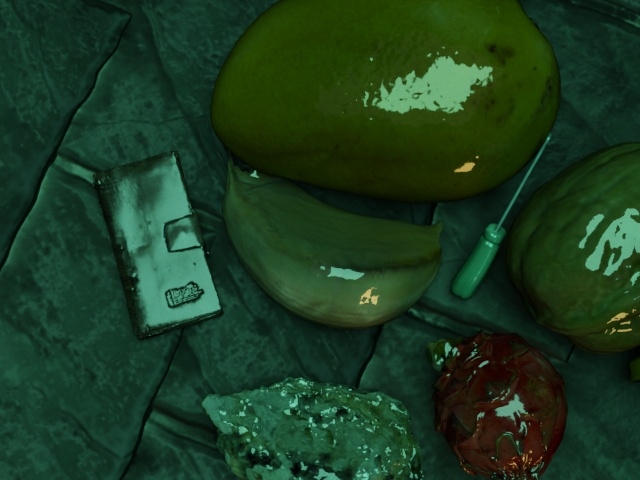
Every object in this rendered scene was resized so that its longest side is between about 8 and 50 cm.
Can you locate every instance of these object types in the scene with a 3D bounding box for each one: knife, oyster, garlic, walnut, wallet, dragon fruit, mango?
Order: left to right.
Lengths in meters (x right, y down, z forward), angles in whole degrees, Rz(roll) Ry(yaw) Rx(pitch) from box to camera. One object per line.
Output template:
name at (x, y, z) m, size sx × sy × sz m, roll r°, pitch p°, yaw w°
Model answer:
wallet at (-0.214, 0.005, 1.551) m, size 0.124 × 0.042 × 0.230 m, roll -16°, pitch 80°, yaw -1°
garlic at (-0.016, 0.006, 1.528) m, size 0.338 × 0.151 × 0.196 m, roll 21°, pitch 53°, yaw 10°
oyster at (-0.008, 0.267, 1.475) m, size 0.268 × 0.112 × 0.198 m, roll -7°, pitch 80°, yaw 1°
mango at (0.081, -0.192, 1.503) m, size 0.446 × 0.232 × 0.300 m, roll -5°, pitch 85°, yaw 4°
dragon fruit at (0.219, 0.204, 1.462) m, size 0.172 × 0.172 × 0.209 m, roll -23°, pitch 80°, yaw -5°
knife at (0.237, -0.032, 1.500) m, size 0.034 × 0.063 × 0.260 m, roll 33°, pitch 118°, yaw 11°
walnut at (0.364, 0.004, 1.459) m, size 0.283 × 0.283 × 0.227 m, roll -46°, pitch 111°, yaw -8°

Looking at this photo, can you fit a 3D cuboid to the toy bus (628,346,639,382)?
toy bus at (0.561, 0.124, 1.496) m, size 0.330 × 0.144 × 0.152 m, roll -2°, pitch 81°, yaw -3°
